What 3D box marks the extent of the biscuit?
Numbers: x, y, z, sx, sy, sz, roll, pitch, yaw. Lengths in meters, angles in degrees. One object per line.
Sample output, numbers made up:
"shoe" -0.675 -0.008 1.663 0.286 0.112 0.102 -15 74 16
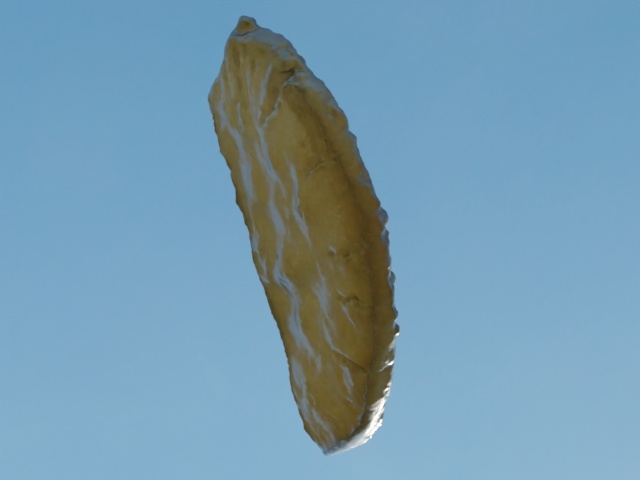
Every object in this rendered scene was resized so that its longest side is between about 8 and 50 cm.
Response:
"biscuit" -0.001 0.001 1.182 0.141 0.038 0.290 -2 -75 60
